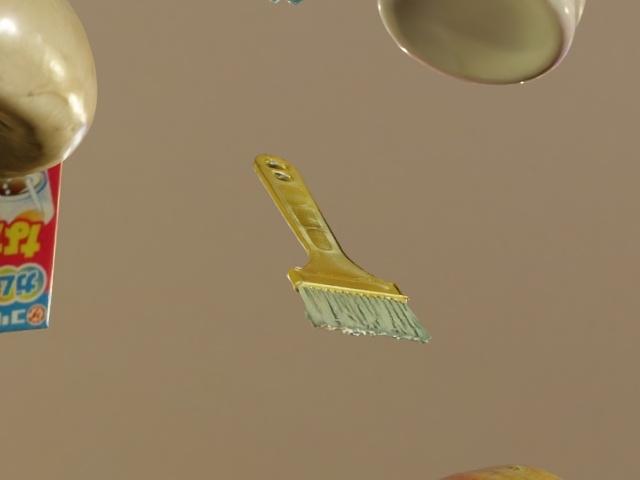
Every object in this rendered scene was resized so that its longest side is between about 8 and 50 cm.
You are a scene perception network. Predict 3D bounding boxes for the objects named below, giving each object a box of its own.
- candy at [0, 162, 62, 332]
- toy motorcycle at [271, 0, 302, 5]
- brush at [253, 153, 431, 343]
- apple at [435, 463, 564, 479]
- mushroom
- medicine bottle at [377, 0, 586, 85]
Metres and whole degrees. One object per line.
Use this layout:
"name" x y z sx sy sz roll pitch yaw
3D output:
"candy" -0.337 -0.059 1.802 0.157 0.306 0.100 -6 25 -33
"toy motorcycle" -0.069 -0.371 1.872 0.182 0.272 0.123 6 22 17
"brush" 0.000 0.000 1.248 0.082 0.218 0.010 8 -60 -26
"apple" 0.122 0.344 1.545 0.277 0.309 0.250 41 -44 -21
"mushroom" -0.326 -0.098 1.481 0.297 0.290 0.297 1 -23 0
"medicine bottle" 0.193 -0.335 1.913 0.202 0.316 0.202 15 -32 10
